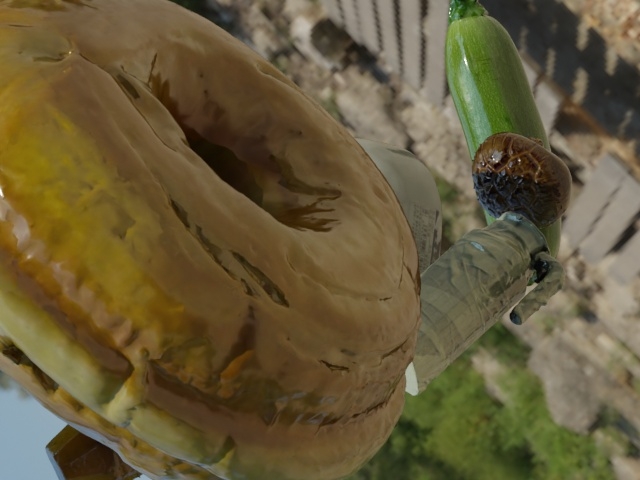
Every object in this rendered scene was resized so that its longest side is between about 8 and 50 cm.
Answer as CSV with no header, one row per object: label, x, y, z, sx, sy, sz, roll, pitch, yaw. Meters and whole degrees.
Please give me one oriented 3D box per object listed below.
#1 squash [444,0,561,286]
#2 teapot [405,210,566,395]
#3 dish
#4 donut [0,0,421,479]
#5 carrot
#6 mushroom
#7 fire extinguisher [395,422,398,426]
squash,0.240,-0.135,1.666,0.107,0.107,0.395,138,118,-85
teapot,0.144,0.060,1.213,0.107,0.200,0.077,29,148,39
dish,0.000,0.000,1.368,0.256,0.256,0.117,44,-162,30
donut,-0.104,-0.012,0.945,0.449,0.198,0.449,34,-153,-21
carrot,-0.204,0.227,1.643,0.114,0.302,0.114,45,149,36
mushroom,0.233,-0.070,1.491,0.126,0.109,0.085,24,-176,26
fire extinguisher,-0.021,0.131,1.528,0.095,0.114,0.311,36,-163,-53
